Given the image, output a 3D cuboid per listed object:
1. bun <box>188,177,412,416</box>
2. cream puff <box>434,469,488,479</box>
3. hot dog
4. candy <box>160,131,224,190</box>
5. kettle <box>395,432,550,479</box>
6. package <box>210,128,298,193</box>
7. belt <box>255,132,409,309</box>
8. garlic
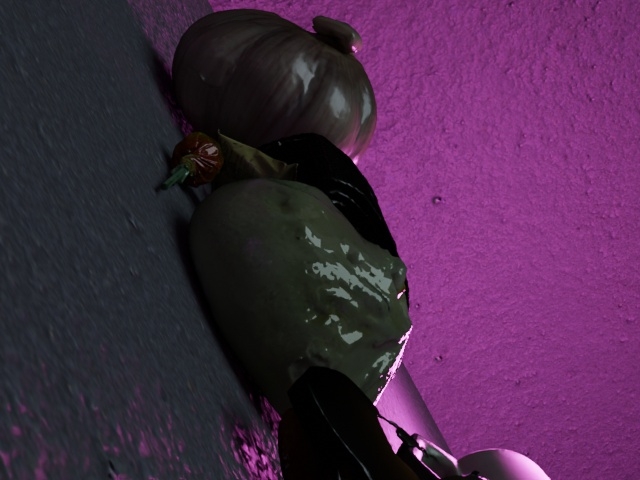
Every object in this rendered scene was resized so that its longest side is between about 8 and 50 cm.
[{"bbox_3d":[-0.004,0.049,1.162,0.283,0.179,0.283,60,4,-6],"label":"bun"},{"bbox_3d":[0.131,0.311,1.136,0.189,0.189,0.129,56,13,-60],"label":"cream puff"},{"bbox_3d":[0.055,0.265,0.988,0.326,0.107,0.194,57,15,9],"label":"hot dog"},{"bbox_3d":[-0.141,-0.073,1.205,0.060,0.061,0.201,62,11,-9],"label":"candy"},{"bbox_3d":[0.257,0.452,1.815,0.361,0.250,0.376,34,4,-5],"label":"kettle"},{"bbox_3d":[-0.077,-0.056,1.299,0.121,0.031,0.108,26,-57,26],"label":"package"},{"bbox_3d":[0.004,0.018,1.431,0.289,0.184,0.164,59,5,-35],"label":"belt"},{"bbox_3d":[-0.066,-0.192,1.587,0.322,0.322,0.241,54,48,-67],"label":"garlic"}]
